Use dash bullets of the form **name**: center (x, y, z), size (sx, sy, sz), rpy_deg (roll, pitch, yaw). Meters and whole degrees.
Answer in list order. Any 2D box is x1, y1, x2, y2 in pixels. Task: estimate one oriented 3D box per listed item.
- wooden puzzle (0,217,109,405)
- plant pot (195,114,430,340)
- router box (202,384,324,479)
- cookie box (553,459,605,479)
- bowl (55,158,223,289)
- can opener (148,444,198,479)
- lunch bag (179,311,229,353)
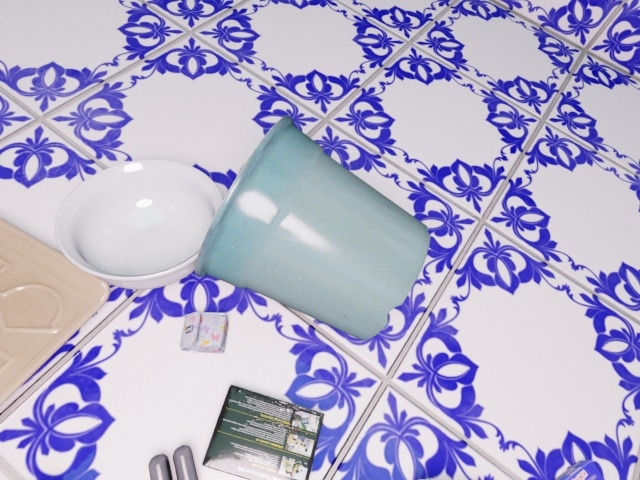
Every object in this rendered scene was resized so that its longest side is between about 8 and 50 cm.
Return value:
- **wooden puzzle**: center (-0.602, 0.141, 0.717), size (0.322, 0.080, 0.348), rpy_deg (28, 53, 5)
- **plant pot**: center (0.000, 0.000, 0.803), size (0.334, 0.341, 0.341), rpy_deg (30, 59, -2)
- **router box**: center (-0.096, 0.343, 0.731), size (0.178, 0.046, 0.133), rpy_deg (18, 59, 0)
- **cookie box**: center (0.491, 0.477, 0.772), size (0.091, 0.040, 0.107), rpy_deg (-20, 66, -21)
- **bowl**: center (-0.334, -0.013, 0.827), size (0.297, 0.134, 0.298), rpy_deg (4, 51, -5)
- **can opener**: center (-0.194, 0.456, 0.617), size (0.075, 0.095, 0.284), rpy_deg (-13, 70, -19)
- **lunch bag**: center (-0.222, 0.175, 0.801), size (0.083, 0.053, 0.071), rpy_deg (3, 58, 1)
